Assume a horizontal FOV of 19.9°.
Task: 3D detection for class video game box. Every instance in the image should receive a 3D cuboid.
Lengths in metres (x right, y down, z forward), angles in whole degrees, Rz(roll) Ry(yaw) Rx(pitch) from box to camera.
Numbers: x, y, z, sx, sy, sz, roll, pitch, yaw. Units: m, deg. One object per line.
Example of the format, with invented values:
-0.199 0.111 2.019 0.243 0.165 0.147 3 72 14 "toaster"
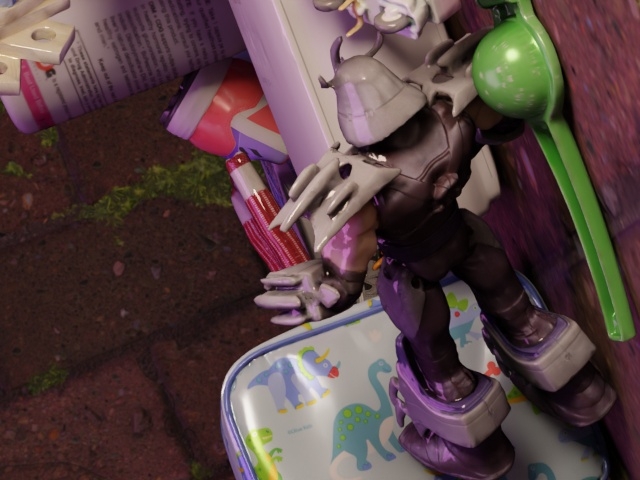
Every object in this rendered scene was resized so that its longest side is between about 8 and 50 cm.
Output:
0.000 0.000 1.756 0.187 0.048 0.205 -126 15 -60 "video game box"

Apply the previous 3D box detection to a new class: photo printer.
0.001 -0.159 1.153 0.256 0.107 0.307 -134 23 -78 "photo printer"

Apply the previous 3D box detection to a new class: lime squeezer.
0.067 -0.082 0.862 0.310 0.110 0.059 38 150 -20 "lime squeezer"

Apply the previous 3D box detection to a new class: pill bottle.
-0.146 -0.209 1.506 0.160 0.283 0.160 158 90 -85 "pill bottle"

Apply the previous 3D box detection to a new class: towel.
0.009 0.082 1.565 0.329 0.037 0.237 59 177 3 "towel"

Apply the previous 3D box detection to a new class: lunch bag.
0.055 0.118 1.126 0.090 0.219 0.176 104 144 -72 "lunch bag"

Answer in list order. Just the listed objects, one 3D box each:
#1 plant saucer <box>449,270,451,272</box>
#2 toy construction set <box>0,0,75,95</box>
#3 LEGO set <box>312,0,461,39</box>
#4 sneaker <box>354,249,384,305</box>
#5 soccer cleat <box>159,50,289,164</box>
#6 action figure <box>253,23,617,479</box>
0.108 0.044 1.382 0.119 0.021 0.119 158 90 -85 "plant saucer"
-0.175 -0.259 1.193 0.215 0.151 0.327 59 139 41 "toy construction set"
0.010 -0.246 0.928 0.132 0.107 0.287 23 143 31 "LEGO set"
0.055 0.015 1.536 0.215 0.084 0.083 62 160 25 "sneaker"
-0.070 -0.126 1.702 0.116 0.108 0.318 31 -171 -3 "soccer cleat"
0.056 0.007 0.965 0.099 0.185 0.285 34 156 49 "action figure"
